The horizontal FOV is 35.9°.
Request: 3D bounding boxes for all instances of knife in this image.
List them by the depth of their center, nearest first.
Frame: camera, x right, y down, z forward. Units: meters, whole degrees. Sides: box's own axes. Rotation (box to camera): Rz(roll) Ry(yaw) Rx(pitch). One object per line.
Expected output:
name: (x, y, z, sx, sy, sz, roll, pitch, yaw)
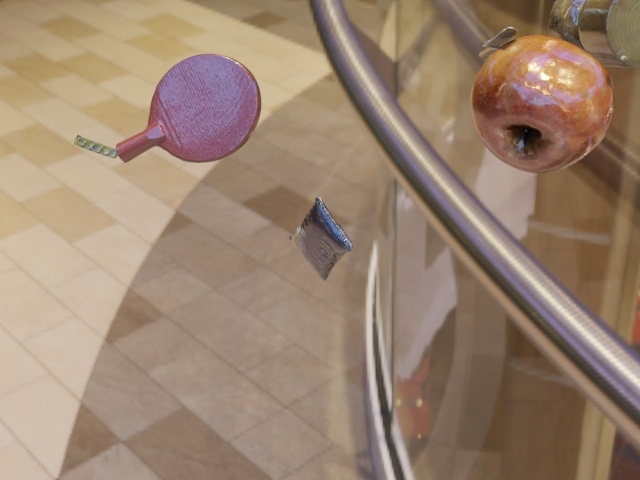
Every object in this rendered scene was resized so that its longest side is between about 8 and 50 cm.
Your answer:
knife: (0.328, -0.369, 1.856, 0.047, 0.017, 0.298, -1, 3, -2)

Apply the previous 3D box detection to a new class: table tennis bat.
table tennis bat: (-0.255, -0.232, 1.878, 0.310, 0.200, 0.038, -25, -2, 17)

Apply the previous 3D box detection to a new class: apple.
apple: (0.400, -0.251, 1.775, 0.253, 0.253, 0.253, -2, 32, 1)

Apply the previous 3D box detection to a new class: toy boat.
toy boat: (-0.318, -0.133, 1.406, 0.063, 0.016, 0.115, 20, 2, -13)

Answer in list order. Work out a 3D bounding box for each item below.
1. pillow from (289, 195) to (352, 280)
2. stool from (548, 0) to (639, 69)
pillow: (0.000, 0.000, 2.191, 0.055, 0.208, 0.141, -31, 80, -28)
stool: (0.613, -0.450, 2.059, 0.179, 0.179, 0.264, -10, 14, -12)
